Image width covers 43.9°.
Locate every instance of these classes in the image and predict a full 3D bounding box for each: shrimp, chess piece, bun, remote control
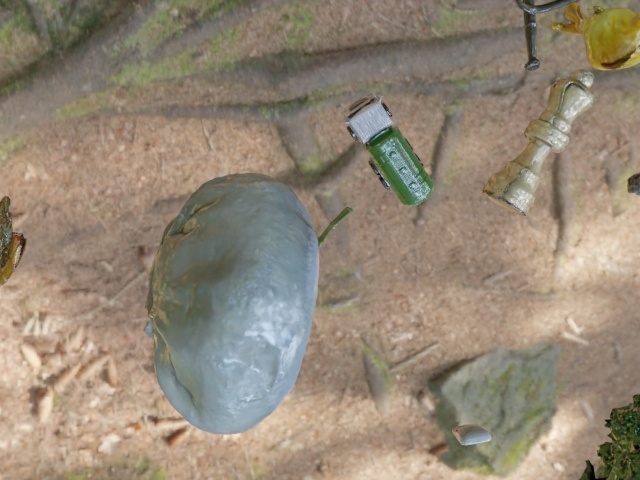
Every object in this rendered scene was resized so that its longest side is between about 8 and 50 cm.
[{"bbox_3d":[-0.395,-0.006,1.006,0.025,0.127,0.091,11,150,-38],"label":"shrimp"},{"bbox_3d":[0.246,-0.112,0.874,0.060,0.060,0.172,28,94,-40],"label":"chess piece"},{"bbox_3d":[-0.129,0.076,1.046,0.194,0.354,0.354,11,131,-18],"label":"bun"},{"bbox_3d":[0.251,0.319,1.332,0.050,0.027,0.184,-9,171,3],"label":"remote control"}]

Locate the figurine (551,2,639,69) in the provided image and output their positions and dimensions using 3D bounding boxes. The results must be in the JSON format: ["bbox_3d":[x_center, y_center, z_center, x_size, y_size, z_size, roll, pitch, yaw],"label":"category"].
[{"bbox_3d":[0.569,-0.417,1.596,0.156,0.246,0.131,34,107,-26],"label":"figurine"}]

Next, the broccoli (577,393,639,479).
[{"bbox_3d":[0.294,0.298,0.752,0.246,0.265,0.294,1,123,-10],"label":"broccoli"}]

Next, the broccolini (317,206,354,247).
[{"bbox_3d":[0.000,0.001,1.675,0.218,0.044,0.042,-41,178,39],"label":"broccolini"}]

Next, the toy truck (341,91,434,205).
[{"bbox_3d":[0.143,-0.185,1.660,0.101,0.125,0.242,-34,108,7],"label":"toy truck"}]

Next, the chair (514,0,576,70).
[{"bbox_3d":[0.429,-0.587,1.296,0.365,0.409,0.362,-16,158,24],"label":"chair"}]

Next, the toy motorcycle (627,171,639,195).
[{"bbox_3d":[0.885,-0.122,1.711,0.416,0.172,0.232,-3,-178,23],"label":"toy motorcycle"}]
